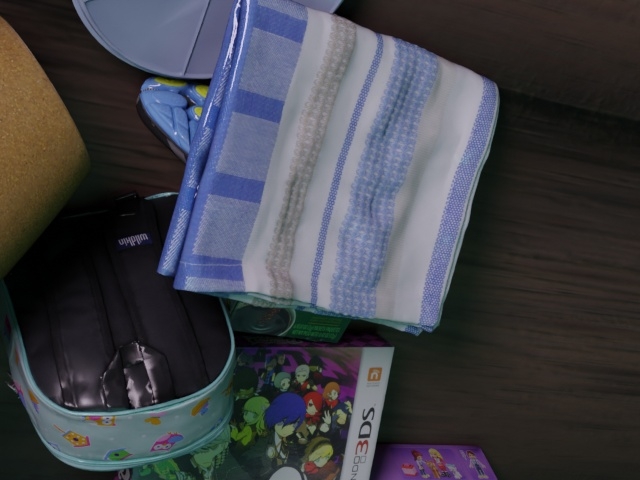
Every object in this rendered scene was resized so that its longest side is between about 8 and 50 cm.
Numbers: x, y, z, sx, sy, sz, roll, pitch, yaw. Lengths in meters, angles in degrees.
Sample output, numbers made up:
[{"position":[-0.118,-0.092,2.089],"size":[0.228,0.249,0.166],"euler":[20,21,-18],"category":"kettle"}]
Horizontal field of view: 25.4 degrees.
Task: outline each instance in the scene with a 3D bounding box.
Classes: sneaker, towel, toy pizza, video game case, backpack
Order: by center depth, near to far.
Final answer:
[{"position":[-0.066,-0.192,0.919],"size":[0.201,0.032,0.201],"euler":[-13,135,-13],"category":"toy pizza"},{"position":[0.020,-0.045,0.999],"size":[0.285,0.034,0.209],"euler":[13,94,-48],"category":"towel"},{"position":[-0.068,-0.041,1.020],"size":[0.078,0.067,0.188],"euler":[-23,126,35],"category":"sneaker"},{"position":[-0.145,0.076,1.024],"size":[0.165,0.188,0.144],"euler":[-9,134,-19],"category":"backpack"},{"position":[-0.060,0.182,1.220],"size":[0.232,0.042,0.210],"euler":[3,106,-27],"category":"video game case"}]

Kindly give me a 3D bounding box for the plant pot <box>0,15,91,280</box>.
[{"position":[-0.276,-0.024,0.862],"size":[0.254,0.237,0.237],"euler":[-32,139,-14],"category":"plant pot"}]

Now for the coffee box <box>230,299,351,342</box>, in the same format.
[{"position":[0.000,0.000,1.127],"size":[0.113,0.040,0.184],"euler":[10,126,-31],"category":"coffee box"}]

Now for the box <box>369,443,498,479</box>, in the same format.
[{"position":[0.007,0.285,1.392],"size":[0.293,0.057,0.201],"euler":[6,127,-29],"category":"box"}]
